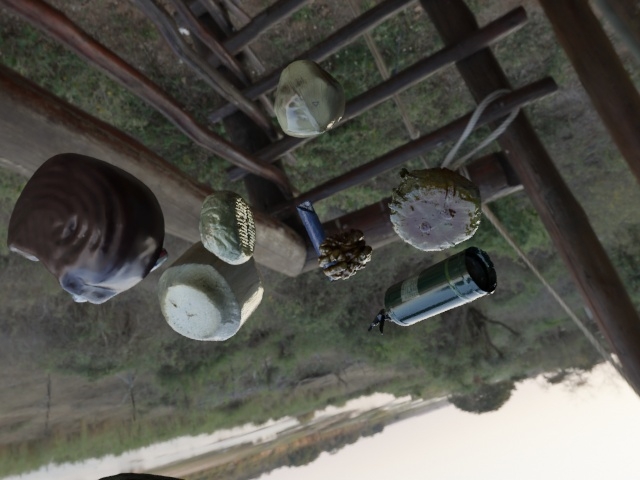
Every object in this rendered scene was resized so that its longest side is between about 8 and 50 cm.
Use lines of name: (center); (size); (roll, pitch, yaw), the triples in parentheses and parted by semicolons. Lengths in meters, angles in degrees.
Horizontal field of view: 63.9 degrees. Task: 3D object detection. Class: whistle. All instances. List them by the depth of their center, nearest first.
whistle: (0.000, 0.000, 1.849); (0.062, 0.304, 0.062); (-25, 174, -3)

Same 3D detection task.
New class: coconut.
coconut: (-0.266, 0.113, 1.294); (0.237, 0.237, 0.266); (-31, -172, 28)
coconut: (-0.032, -0.395, 1.465); (0.224, 0.224, 0.224); (-17, 159, -7)

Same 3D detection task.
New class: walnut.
walnut: (0.075, 0.039, 1.555); (0.170, 0.142, 0.069); (-33, -174, -10)

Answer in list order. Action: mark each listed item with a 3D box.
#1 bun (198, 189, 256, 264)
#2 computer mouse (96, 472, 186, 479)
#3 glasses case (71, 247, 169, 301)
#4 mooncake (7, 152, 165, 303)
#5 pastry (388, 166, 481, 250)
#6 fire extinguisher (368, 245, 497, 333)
bun: (-0.143, -0.019, 0.775); (0.069, 0.115, 0.115); (-9, 161, 13)
computer mouse: (-0.195, 0.483, 0.757); (0.429, 0.228, 0.145); (4, 170, 24)
glasses case: (-0.660, 0.111, 1.700); (0.328, 0.076, 0.125); (-30, -166, -25)
mooncake: (-0.515, -0.030, 1.105); (0.334, 0.325, 0.174); (-27, 162, 9)
pastry: (0.387, -0.102, 1.753); (0.330, 0.136, 0.329); (3, 130, 4)
fire extinguisher: (0.203, 0.108, 1.010); (0.093, 0.118, 0.294); (40, 137, -14)
